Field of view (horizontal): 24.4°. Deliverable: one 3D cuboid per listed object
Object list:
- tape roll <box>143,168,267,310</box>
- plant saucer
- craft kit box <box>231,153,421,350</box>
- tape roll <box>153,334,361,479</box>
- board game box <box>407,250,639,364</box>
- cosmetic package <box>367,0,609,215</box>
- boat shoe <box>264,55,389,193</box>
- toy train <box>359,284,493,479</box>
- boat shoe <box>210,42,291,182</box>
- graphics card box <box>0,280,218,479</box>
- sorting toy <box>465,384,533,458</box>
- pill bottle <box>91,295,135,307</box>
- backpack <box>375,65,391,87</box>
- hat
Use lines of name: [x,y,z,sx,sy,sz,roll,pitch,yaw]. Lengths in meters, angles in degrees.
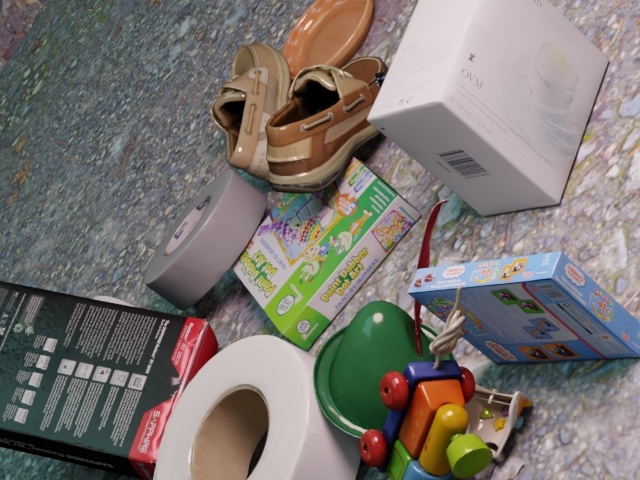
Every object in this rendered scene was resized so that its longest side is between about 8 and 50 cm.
tape roll: [-0.175,-0.002,2.247,0.219,0.072,0.219,-49,14,17]
plant saucer: [0.016,-0.336,2.423,0.200,0.037,0.200,-33,36,28]
craft kit box: [0.000,0.000,2.083,0.246,0.061,0.250,-53,30,5]
tape roll: [-0.081,0.265,1.838,0.286,0.100,0.286,-29,46,36]
board game box: [0.221,0.077,1.594,0.211,0.160,0.039,-10,50,49]
cosmetic package: [0.211,-0.187,1.817,0.138,0.224,0.224,-10,51,50]
boat shoe: [0.016,-0.191,2.109,0.123,0.119,0.324,-2,32,26]
toy train: [0.137,0.188,1.574,0.143,0.105,0.248,59,142,44]
boat shoe: [-0.114,-0.222,2.377,0.341,0.110,0.121,-107,36,-52]
graphics card box: [-0.356,0.200,2.138,0.371,0.094,0.232,9,62,16]
sorting toy: [0.191,0.202,1.628,0.083,0.045,0.075,4,69,56]
pill bottle: [-0.350,0.207,2.266,0.131,0.131,0.229,-10,51,49]
backpack: [0.153,-0.208,2.038,0.084,0.105,0.114,-52,42,-5]
hat: [0.072,0.097,1.692,0.173,0.183,0.208,-5,50,0]
